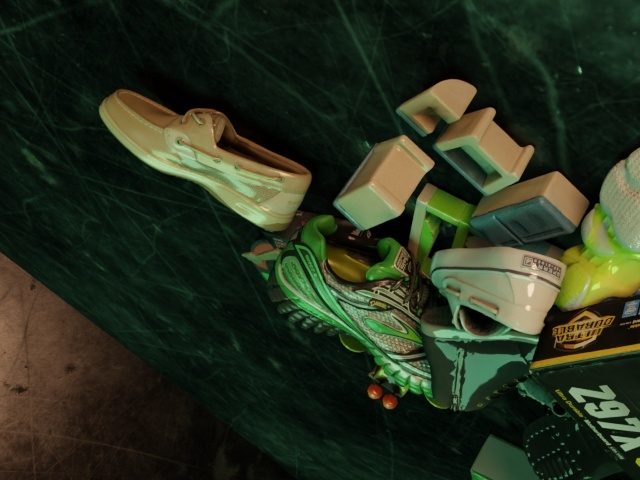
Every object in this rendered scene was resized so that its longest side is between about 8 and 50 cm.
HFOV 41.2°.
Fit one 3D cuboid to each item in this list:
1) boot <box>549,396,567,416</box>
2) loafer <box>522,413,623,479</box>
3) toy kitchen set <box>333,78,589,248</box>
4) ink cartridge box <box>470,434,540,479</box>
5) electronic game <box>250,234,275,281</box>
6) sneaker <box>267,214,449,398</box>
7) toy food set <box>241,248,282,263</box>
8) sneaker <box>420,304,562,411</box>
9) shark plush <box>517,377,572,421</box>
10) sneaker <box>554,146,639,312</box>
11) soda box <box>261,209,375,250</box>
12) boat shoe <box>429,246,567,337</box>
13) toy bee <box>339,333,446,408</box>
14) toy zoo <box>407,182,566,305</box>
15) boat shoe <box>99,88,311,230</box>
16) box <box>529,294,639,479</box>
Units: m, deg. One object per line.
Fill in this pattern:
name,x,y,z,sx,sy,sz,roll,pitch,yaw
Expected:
boot,0.300,0.157,1.013,0.042,0.087,0.118,18,153,28
loafer,0.400,0.215,1.066,0.134,0.130,0.366,66,149,11
toy kitchen set,0.129,-0.032,0.850,0.207,0.166,0.122,41,156,-14
ink cartridge box,0.370,0.466,1.590,0.153,0.087,0.208,22,153,25
electronic game,-0.015,0.068,1.379,0.229,0.048,0.229,28,156,14
sneaker,0.102,0.087,1.083,0.343,0.134,0.146,25,137,-1
toy food set,-0.009,0.054,1.249,0.192,0.038,0.132,36,159,-22
sneaker,0.231,0.142,0.996,0.222,0.083,0.118,2,114,28
shark plush,0.273,0.174,1.112,0.073,0.161,0.067,-8,130,-2
sneaker,0.316,-0.005,0.793,0.126,0.091,0.240,6,147,-12
soda box,0.000,0.000,1.221,0.169,0.053,0.060,14,150,39
boat shoe,0.179,0.063,0.918,0.096,0.088,0.267,18,173,-13
toy bee,0.111,0.179,1.288,0.195,0.162,0.298,25,155,24
toy zoo,0.243,0.052,1.033,0.293,0.030,0.192,28,156,13
boat shoe,-0.152,-0.129,1.133,0.302,0.109,0.098,32,117,6
box,0.394,0.170,0.793,0.322,0.079,0.257,45,143,-21
